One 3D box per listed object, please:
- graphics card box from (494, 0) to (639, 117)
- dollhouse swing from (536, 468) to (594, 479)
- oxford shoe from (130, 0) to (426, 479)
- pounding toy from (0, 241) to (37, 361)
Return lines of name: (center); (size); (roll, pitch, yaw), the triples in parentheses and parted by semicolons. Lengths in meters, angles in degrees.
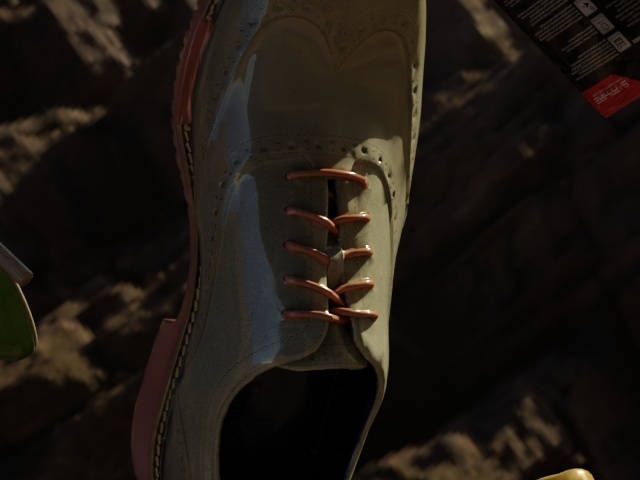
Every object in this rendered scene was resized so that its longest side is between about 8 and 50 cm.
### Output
graphics card box: (0.276, -0.331, 1.746); (0.094, 0.371, 0.233); (-50, 8, -30)
dollhouse swing: (0.311, 0.311, 1.077); (0.305, 0.347, 0.315); (-28, -35, 4)
oxford shoe: (0.000, 0.000, 0.821); (0.140, 0.146, 0.397); (0, -70, -23)
pounding toy: (-0.362, 0.045, 1.490); (0.110, 0.183, 0.237); (-32, -17, -23)
